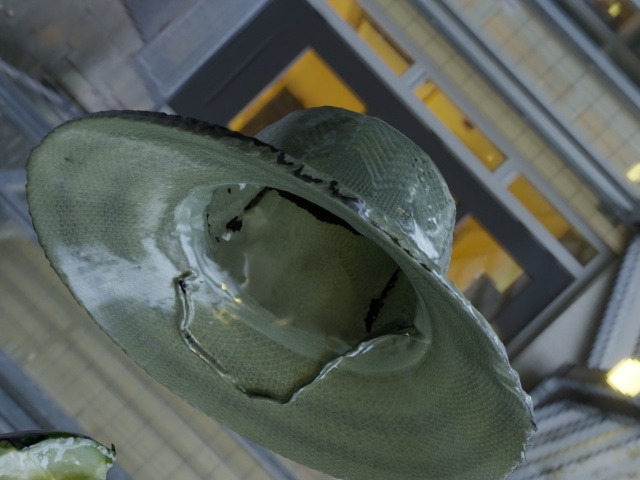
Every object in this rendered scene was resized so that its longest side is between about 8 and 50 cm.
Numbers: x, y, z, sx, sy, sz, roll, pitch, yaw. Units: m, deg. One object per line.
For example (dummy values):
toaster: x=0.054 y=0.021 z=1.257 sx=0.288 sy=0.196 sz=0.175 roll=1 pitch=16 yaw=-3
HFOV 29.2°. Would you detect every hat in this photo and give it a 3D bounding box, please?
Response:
hat: x=0.000 y=0.000 z=0.554 sx=0.110 sy=0.252 sz=0.252 roll=-58 pitch=-172 yaw=-31

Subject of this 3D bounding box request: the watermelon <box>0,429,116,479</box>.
watermelon: x=-0.188 y=0.198 z=0.510 sx=0.123 sy=0.129 sz=0.301 roll=-40 pitch=-156 yaw=59
